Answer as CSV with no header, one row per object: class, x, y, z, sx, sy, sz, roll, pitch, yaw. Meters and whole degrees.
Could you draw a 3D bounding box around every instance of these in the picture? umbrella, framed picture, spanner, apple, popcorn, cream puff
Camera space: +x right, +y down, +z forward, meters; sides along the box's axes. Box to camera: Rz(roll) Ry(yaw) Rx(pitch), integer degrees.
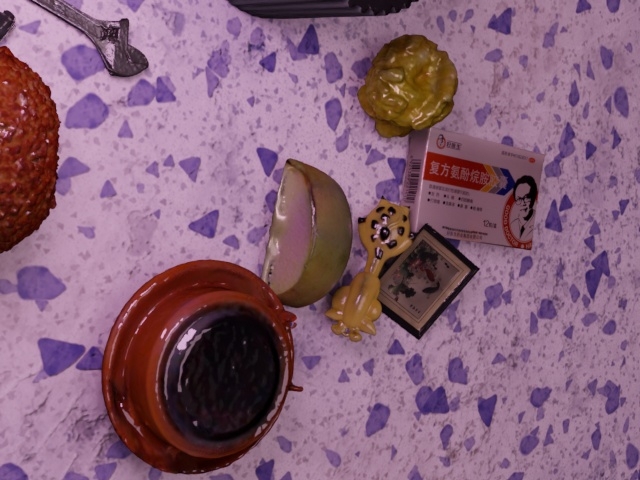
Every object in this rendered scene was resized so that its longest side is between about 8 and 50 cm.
umbrella,-0.494,-0.285,1.394,0.133,0.031,0.036,-53,124,-21
framed picture,0.203,0.085,1.931,0.195,0.010,0.199,38,94,-34
spanner,-0.397,-0.351,1.466,0.325,0.026,0.093,30,78,-33
apple,0.000,0.000,1.748,0.193,0.120,0.265,12,90,-48
popcorn,0.168,-0.291,1.820,0.197,0.155,0.198,1,88,-18
cream puff,-0.498,-0.116,1.278,0.350,0.228,0.351,-12,113,-29

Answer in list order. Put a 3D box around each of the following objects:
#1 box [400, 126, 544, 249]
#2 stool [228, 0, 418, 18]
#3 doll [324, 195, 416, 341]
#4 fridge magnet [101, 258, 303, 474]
box,0.321,-0.104,2.005,0.353,0.069,0.214,8,90,-39
stool,-0.011,-0.496,1.544,0.297,0.330,0.297,-5,98,-37
doll,0.099,0.055,1.835,0.086,0.117,0.291,73,36,-73
fridge magnet,-0.189,0.213,1.600,0.363,0.155,0.364,-4,97,-36
